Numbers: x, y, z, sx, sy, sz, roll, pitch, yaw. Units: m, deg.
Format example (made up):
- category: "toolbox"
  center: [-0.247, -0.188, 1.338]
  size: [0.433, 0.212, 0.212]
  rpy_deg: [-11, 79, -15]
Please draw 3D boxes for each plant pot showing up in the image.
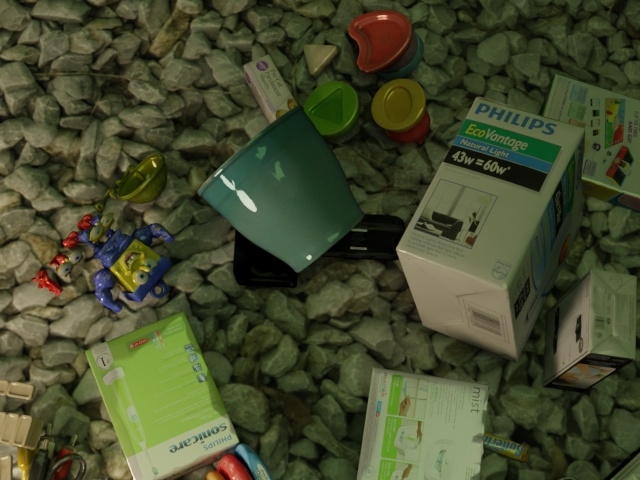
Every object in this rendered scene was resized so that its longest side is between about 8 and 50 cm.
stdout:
- category: "plant pot"
  center: [-0.060, -0.085, 1.923]
  size: [0.272, 0.272, 0.255]
  rpy_deg: [-41, 92, -16]

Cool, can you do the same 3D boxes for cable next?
- category: "cable"
  center: [-0.537, 0.497, 1.840]
  size: [0.140, 0.072, 0.287]
  rpy_deg: [17, 82, -10]

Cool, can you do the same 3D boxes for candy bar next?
- category: "candy bar"
  center: [0.339, 0.401, 1.929]
  size: [0.162, 0.018, 0.040]
  rpy_deg: [19, 70, 5]

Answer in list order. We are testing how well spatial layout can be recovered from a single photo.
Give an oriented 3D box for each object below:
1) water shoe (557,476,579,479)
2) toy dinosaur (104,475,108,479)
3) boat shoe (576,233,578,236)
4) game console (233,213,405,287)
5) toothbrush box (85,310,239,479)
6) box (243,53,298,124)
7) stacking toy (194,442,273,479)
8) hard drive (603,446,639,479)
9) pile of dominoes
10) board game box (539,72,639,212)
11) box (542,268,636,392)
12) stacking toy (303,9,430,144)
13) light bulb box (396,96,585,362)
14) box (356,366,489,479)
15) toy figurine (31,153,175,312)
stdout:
- category: "water shoe"
  center: [0.419, 0.523, 1.864]
  size: [0.203, 0.080, 0.073]
  rpy_deg: [-30, 69, 13]
- category: "toy dinosaur"
  center: [-0.360, 0.599, 1.766]
  size: [0.160, 0.121, 0.313]
  rpy_deg: [-41, 74, -9]
- category: "boat shoe"
  center: [0.513, -0.060, 2.091]
  size: [0.043, 0.049, 0.137]
  rpy_deg: [-33, 71, -16]
- category: "game console"
  center: [0.000, 0.000, 2.042]
  size: [0.362, 0.044, 0.213]
  rpy_deg: [3, 70, 0]
- category: "toothbrush box"
  center: [-0.303, 0.312, 1.870]
  size: [0.206, 0.122, 0.283]
  rpy_deg: [-23, 72, -11]
- category: "box"
  center: [-0.070, -0.256, 2.118]
  size: [0.067, 0.063, 0.324]
  rpy_deg: [-24, 73, -13]
- category: "stacking toy"
  center: [-0.230, 0.508, 1.758]
  size: [0.302, 0.165, 0.175]
  rpy_deg: [-21, 72, -20]
- category: "hard drive"
  center: [0.609, 0.573, 1.860]
  size: [0.339, 0.064, 0.237]
  rpy_deg: [-36, 76, -15]
- category: "pile of dominoes"
  center: [-0.653, 0.362, 1.856]
  size: [0.251, 0.040, 0.195]
  rpy_deg: [4, 70, 23]
- category: "board game box"
  center: [0.634, -0.211, 2.141]
  size: [0.317, 0.064, 0.242]
  rpy_deg: [19, 70, 4]
- category: "box"
  center: [0.517, 0.181, 1.875]
  size: [0.087, 0.290, 0.169]
  rpy_deg: [9, 68, -2]
- category: "stacking toy"
  center: [0.110, -0.341, 2.164]
  size: [0.280, 0.130, 0.308]
  rpy_deg: [-12, 66, 20]
- category: "light bulb box"
  center: [0.344, -0.016, 1.878]
  size: [0.225, 0.358, 0.361]
  rpy_deg: [21, 70, 24]
- category: "box"
  center: [0.194, 0.396, 1.855]
  size: [0.231, 0.127, 0.261]
  rpy_deg: [7, 70, 4]
- category: "toy figurine"
  center: [-0.390, 0.023, 1.990]
  size: [0.217, 0.191, 0.362]
  rpy_deg: [45, 63, -19]
